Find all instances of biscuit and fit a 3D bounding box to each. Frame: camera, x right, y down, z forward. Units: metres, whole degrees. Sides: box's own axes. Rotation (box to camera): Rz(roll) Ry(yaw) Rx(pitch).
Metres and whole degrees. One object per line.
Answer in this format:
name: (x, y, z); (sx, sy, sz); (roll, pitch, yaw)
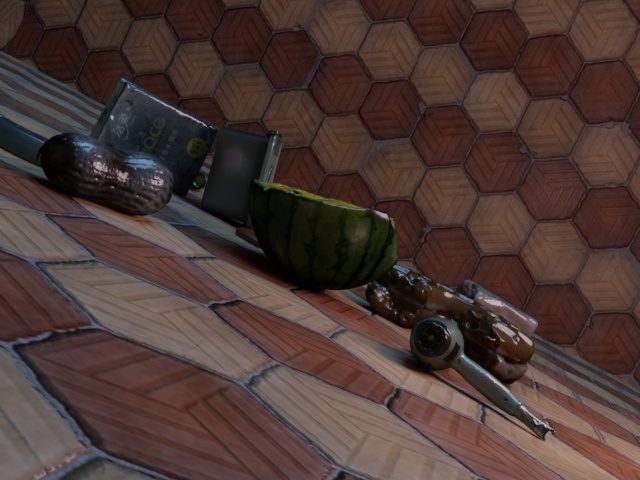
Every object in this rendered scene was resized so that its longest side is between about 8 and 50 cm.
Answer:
biscuit: (0.276, 0.170, 1.760); (0.366, 0.115, 0.268); (33, 7, 37)
biscuit: (-0.137, -0.004, 1.888); (0.102, 0.019, 0.130); (26, 5, 1)

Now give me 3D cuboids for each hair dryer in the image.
hair dryer: (0.253, 0.224, 1.431); (0.267, 0.092, 0.229); (41, -1, 2)

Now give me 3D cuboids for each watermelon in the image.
watermelon: (0.000, 0.000, 1.640); (0.330, 0.189, 0.331); (12, -2, 0)

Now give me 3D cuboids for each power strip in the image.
power strip: (-0.498, -0.167, 1.484); (0.216, 0.044, 0.137); (25, 6, -32)

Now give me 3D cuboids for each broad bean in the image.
broad bean: (-0.349, -0.172, 2.394); (0.060, 0.043, 0.297); (15, 7, -14)

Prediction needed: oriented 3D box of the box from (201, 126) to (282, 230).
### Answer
box: (-0.184, -0.152, 2.019); (0.135, 0.243, 0.163); (15, 5, 3)

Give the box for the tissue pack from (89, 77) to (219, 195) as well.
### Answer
tissue pack: (-0.387, -0.236, 1.985); (0.257, 0.185, 0.081); (24, 6, -34)

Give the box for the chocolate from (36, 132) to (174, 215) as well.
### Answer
chocolate: (-0.334, -0.105, 1.377); (0.110, 0.110, 0.248); (31, 11, 37)

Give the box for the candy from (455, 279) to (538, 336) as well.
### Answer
candy: (0.394, 0.195, 2.006); (0.195, 0.137, 0.185); (29, 4, -7)
